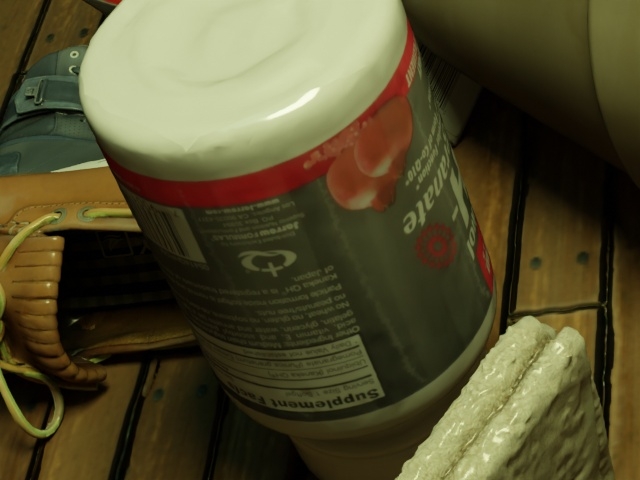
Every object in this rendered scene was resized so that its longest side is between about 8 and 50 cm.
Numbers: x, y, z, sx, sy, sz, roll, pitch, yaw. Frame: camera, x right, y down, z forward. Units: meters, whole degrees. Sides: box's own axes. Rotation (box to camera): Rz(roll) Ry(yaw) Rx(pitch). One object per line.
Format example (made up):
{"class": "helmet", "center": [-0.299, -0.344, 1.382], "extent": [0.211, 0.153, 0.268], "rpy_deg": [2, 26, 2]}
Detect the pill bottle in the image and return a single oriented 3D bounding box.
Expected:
{"class": "pill bottle", "center": [0.000, 0.000, 1.055], "extent": [0.176, 0.318, 0.176], "rpy_deg": [-12, 43, 12]}

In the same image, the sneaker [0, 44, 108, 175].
{"class": "sneaker", "center": [-0.146, -0.076, 1.378], "extent": [0.226, 0.086, 0.163], "rpy_deg": [-3, 47, 23]}

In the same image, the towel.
{"class": "towel", "center": [0.059, 0.185, 0.934], "extent": [0.049, 0.187, 0.282], "rpy_deg": [21, 56, 33]}

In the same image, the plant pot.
{"class": "plant pot", "center": [0.207, -0.179, 1.173], "extent": [0.280, 0.323, 0.323], "rpy_deg": [17, 54, 45]}

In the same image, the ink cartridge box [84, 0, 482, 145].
{"class": "ink cartridge box", "center": [0.008, -0.247, 1.387], "extent": [0.309, 0.130, 0.271], "rpy_deg": [19, 80, 38]}

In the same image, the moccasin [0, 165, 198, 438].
{"class": "moccasin", "center": [-0.172, 0.038, 1.245], "extent": [0.380, 0.139, 0.147], "rpy_deg": [-6, 34, 4]}
